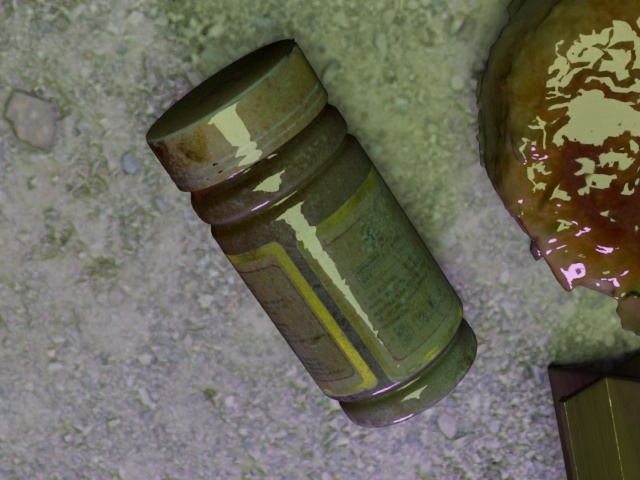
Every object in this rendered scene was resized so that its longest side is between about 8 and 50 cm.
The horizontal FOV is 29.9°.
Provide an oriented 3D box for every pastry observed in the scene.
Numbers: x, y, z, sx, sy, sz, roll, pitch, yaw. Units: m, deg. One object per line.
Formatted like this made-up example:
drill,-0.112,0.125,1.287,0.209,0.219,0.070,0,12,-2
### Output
pastry,0.279,-0.099,1.005,0.330,0.136,0.329,0,114,1

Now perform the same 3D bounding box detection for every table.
table,0.287,0.229,1.137,0.167,0.167,0.226,-11,102,5

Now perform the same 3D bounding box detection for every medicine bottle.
medicine bottle,0.000,0.000,1.043,0.151,0.151,0.322,-30,108,12
